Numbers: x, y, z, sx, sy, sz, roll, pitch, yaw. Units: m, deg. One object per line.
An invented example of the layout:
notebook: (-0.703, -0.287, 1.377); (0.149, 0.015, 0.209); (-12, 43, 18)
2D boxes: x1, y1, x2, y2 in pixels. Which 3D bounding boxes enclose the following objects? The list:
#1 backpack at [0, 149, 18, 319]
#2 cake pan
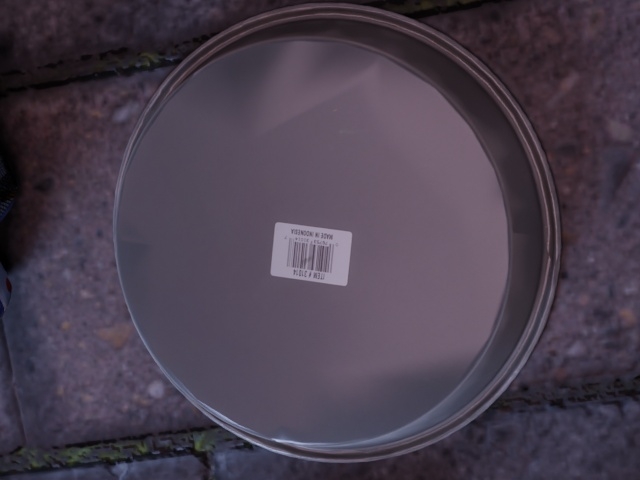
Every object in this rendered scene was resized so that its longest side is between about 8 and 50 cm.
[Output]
backpack: (-0.327, 0.019, 1.208); (0.277, 0.263, 0.213); (-19, 108, 17)
cake pan: (0.000, 0.000, 1.221); (0.293, 0.054, 0.293); (2, 98, 15)
